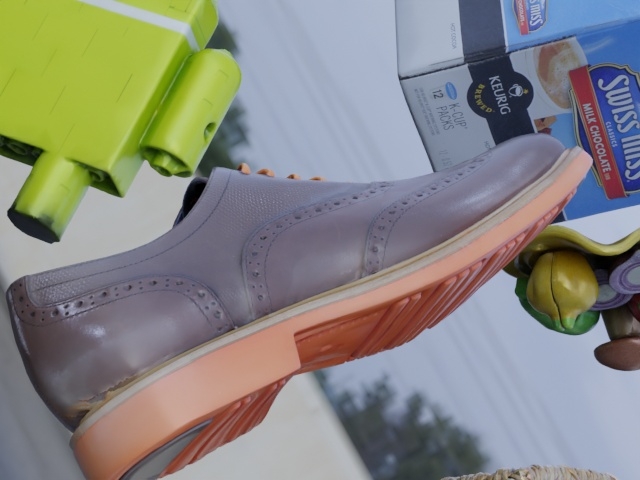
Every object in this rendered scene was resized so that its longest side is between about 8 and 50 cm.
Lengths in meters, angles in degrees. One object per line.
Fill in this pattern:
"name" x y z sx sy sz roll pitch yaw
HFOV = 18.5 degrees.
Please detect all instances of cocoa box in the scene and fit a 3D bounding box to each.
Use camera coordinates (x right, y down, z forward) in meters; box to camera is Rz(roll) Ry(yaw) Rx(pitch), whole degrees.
"cocoa box" 0.202 -0.213 1.811 0.231 0.228 0.347 65 18 -44

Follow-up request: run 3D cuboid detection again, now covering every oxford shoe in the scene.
"oxford shoe" 0.000 0.000 1.074 0.133 0.363 0.130 55 -34 13

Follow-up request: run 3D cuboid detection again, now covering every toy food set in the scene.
"toy food set" 0.215 0.046 1.368 0.218 0.128 0.071 19 62 -47

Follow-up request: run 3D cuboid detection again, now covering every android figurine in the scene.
"android figurine" -0.178 -0.132 1.412 0.248 0.273 0.056 17 -23 18

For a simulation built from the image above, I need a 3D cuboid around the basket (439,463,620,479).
"basket" 0.213 0.350 1.701 0.223 0.213 0.299 152 -58 -68
